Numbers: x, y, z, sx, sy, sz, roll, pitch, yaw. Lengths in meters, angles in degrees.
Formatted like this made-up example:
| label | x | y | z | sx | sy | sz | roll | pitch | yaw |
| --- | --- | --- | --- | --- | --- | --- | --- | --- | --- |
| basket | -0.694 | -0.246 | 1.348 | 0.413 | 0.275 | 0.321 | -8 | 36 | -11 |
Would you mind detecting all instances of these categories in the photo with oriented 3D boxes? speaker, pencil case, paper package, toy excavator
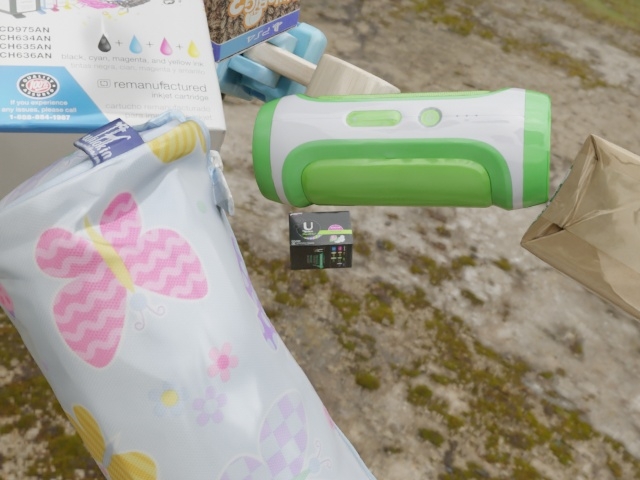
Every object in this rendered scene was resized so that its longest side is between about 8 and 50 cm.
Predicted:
| label | x | y | z | sx | sy | sz | roll | pitch | yaw |
| --- | --- | --- | --- | --- | --- | --- | --- | --- | --- |
| speaker | 0.085 | -0.094 | 0.797 | 0.296 | 0.131 | 0.131 | 2 | 29 | 16 |
| pencil case | -0.061 | 0.074 | 0.388 | 0.113 | 0.273 | 0.124 | -9 | 21 | 47 |
| paper package | 0.455 | 0.032 | 0.997 | 0.309 | 0.168 | 0.325 | 33 | 8 | 27 |
| toy excavator | -0.065 | -0.306 | 1.292 | 0.445 | 0.222 | 0.433 | 25 | 9 | 7 |

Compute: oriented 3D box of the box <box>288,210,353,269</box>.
| label | x | y | z | sx | sy | sz | roll | pitch | yaw |
| --- | --- | --- | --- | --- | --- | --- | --- | --- | --- |
| box | 0.000 | 0.000 | 1.017 | 0.083 | 0.052 | 0.062 | -3 | 48 | -2 |

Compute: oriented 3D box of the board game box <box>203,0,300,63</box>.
| label | x | y | z | sx | sy | sz | roll | pitch | yaw |
| --- | --- | --- | --- | --- | --- | --- | --- | --- | --- |
| board game box | -0.137 | -0.401 | 0.874 | 0.232 | 0.291 | 0.141 | 38 | 53 | 22 |

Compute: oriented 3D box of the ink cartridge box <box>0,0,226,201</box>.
| label | x | y | z | sx | sy | sz | roll | pitch | yaw |
| --- | --- | --- | --- | --- | --- | --- | --- | --- | --- |
| ink cartridge box | -0.190 | -0.142 | 0.638 | 0.171 | 0.168 | 0.233 | -2 | 63 | -21 |
